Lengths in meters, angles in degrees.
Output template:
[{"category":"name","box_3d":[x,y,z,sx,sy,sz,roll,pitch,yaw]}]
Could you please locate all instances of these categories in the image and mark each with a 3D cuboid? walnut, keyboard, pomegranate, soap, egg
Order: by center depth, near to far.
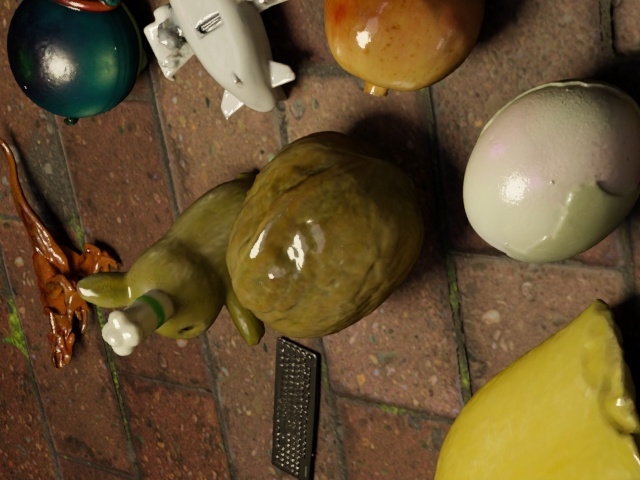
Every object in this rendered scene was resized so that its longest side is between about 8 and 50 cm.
[{"category":"egg","box_3d":[0.261,-0.084,1.302,0.183,0.183,0.217,41,128,18]},{"category":"pomegranate","box_3d":[0.093,-0.259,1.364,0.191,0.191,0.191,19,122,33]},{"category":"soap","box_3d":[0.268,0.285,1.455,0.427,0.115,0.306,-49,42,45]},{"category":"walnut","box_3d":[0.000,0.000,1.518,0.227,0.283,0.283,54,138,32]},{"category":"keyboard","box_3d":[-0.039,0.267,1.848,0.087,0.017,0.250,24,124,32]}]

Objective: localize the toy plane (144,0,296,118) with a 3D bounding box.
[{"category":"toy plane","box_3d":[-0.121,-0.282,1.581,0.244,0.117,0.245,6,105,24]}]

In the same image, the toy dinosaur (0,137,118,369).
[{"category":"toy dinosaur","box_3d":[-0.441,0.032,2.025,0.208,0.097,0.432,14,116,46]}]

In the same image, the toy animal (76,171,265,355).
[{"category":"toy animal","box_3d":[-0.178,0.063,1.646,0.181,0.363,0.180,13,134,40]}]

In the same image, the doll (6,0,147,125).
[{"category":"doll","box_3d":[-0.350,-0.313,1.709,0.198,0.186,0.322,23,121,31]}]
